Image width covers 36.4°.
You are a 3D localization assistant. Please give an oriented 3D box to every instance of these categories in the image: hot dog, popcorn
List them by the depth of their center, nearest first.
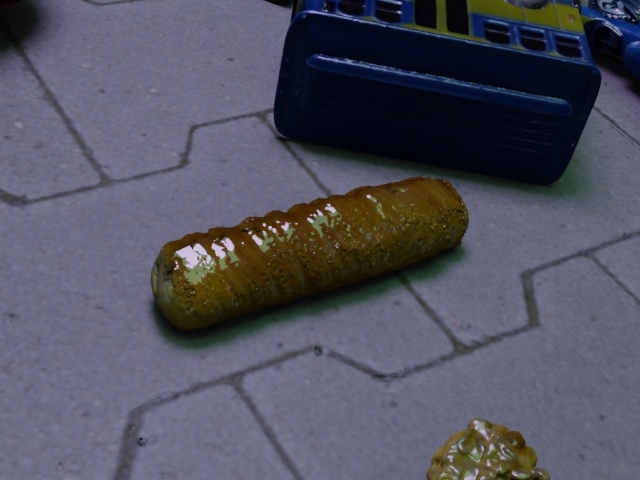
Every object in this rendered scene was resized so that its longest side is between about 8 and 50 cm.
[{"bbox_3d":[0.108,0.162,0.643,0.082,0.057,0.083,-14,51,-25],"label":"popcorn"},{"bbox_3d":[0.001,0.001,0.788,0.289,0.068,0.083,-16,56,-30],"label":"hot dog"}]

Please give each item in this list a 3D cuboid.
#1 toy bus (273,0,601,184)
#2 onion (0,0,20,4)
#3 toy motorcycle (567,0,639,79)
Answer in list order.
[{"bbox_3d":[0.108,-0.173,0.951,0.287,0.138,0.175,10,41,-4],"label":"toy bus"},{"bbox_3d":[-0.367,-0.282,0.918,0.252,0.219,0.252,-12,3,1],"label":"onion"},{"bbox_3d":[0.377,-0.214,1.089,0.135,0.092,0.254,-31,52,-17],"label":"toy motorcycle"}]
